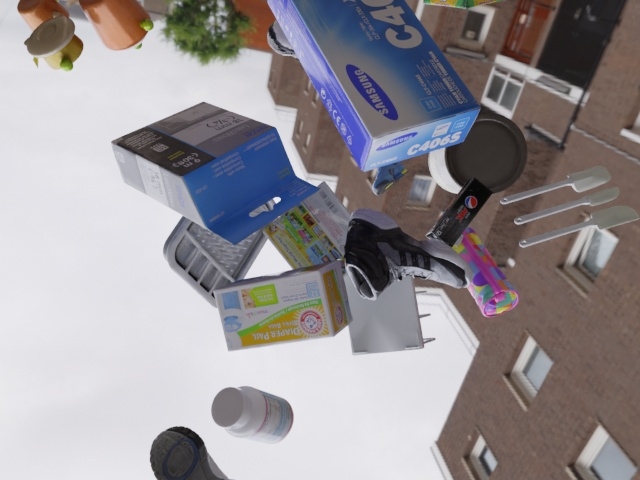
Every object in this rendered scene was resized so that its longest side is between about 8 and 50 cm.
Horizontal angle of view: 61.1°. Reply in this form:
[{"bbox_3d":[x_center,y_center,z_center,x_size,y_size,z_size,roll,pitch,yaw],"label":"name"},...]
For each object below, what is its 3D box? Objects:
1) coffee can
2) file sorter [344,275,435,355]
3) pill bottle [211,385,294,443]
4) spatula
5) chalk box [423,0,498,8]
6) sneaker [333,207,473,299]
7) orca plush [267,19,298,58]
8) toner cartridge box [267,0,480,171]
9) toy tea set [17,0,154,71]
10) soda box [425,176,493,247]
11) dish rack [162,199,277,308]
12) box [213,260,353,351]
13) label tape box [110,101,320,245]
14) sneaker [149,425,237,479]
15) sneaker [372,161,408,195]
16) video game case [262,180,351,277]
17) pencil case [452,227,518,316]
[{"bbox_3d":[0.410,-0.224,1.461,0.201,0.202,0.275,14,-174,1],"label":"coffee can"},{"bbox_3d":[0.185,0.149,1.454,0.192,0.278,0.173,-12,172,27],"label":"file sorter"},{"bbox_3d":[-0.119,0.304,0.951,0.087,0.087,0.160,36,176,36],"label":"pill bottle"},{"bbox_3d":[0.526,-0.074,1.170,0.242,0.019,0.168,-17,-125,8],"label":"spatula"},{"bbox_3d":[0.417,-0.834,1.546,0.180,0.289,0.179,-25,-142,-26],"label":"chalk box"},{"bbox_3d":[0.154,0.060,1.041,0.268,0.101,0.153,28,-111,-2],"label":"sneaker"},{"bbox_3d":[-0.010,-0.456,1.183,0.287,0.151,0.102,-44,-165,-30],"label":"orca plush"},{"bbox_3d":[0.062,-0.273,0.773,0.165,0.075,0.348,-19,-114,-16],"label":"toner cartridge box"},{"bbox_3d":[-0.432,-0.408,0.969,0.200,0.124,0.336,-35,-122,-3],"label":"toy tea set"},{"bbox_3d":[0.316,-0.060,1.236,0.060,0.169,0.053,39,170,-1],"label":"soda box"},{"bbox_3d":[-0.252,-0.023,1.379,0.072,0.285,0.333,16,-115,33],"label":"dish rack"},{"bbox_3d":[-0.061,0.112,0.926,0.203,0.114,0.103,-13,-178,22],"label":"box"},{"bbox_3d":[-0.201,-0.149,1.056,0.333,0.106,0.240,26,-134,31],"label":"label tape box"},{"bbox_3d":[-0.225,0.482,1.052,0.297,0.129,0.111,33,-124,31],"label":"sneaker"},{"bbox_3d":[0.189,-0.196,1.609,0.082,0.069,0.209,48,-145,3],"label":"sneaker"},{"bbox_3d":[0.000,0.000,1.381,0.227,0.206,0.026,52,-173,2],"label":"video game case"},{"bbox_3d":[0.381,0.071,1.314,0.104,0.104,0.236,0,-137,-25],"label":"pencil case"}]
